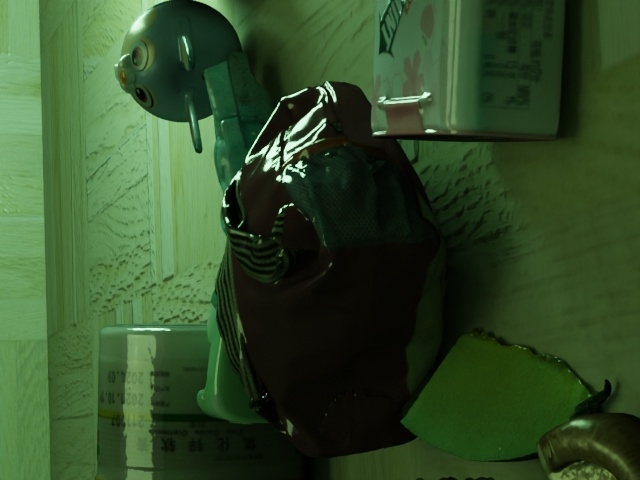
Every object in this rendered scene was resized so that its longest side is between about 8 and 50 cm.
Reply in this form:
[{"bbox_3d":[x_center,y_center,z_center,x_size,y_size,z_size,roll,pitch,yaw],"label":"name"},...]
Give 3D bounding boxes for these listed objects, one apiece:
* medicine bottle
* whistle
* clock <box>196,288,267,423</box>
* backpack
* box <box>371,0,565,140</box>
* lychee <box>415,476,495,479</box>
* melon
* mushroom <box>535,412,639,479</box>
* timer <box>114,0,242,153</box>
[{"bbox_3d":[-0.134,0.209,1.551,0.238,0.238,0.232,175,95,-69],"label":"medicine bottle"},{"bbox_3d":[-0.082,-0.107,1.629,0.186,0.093,0.274,74,-175,-58],"label":"whistle"},{"bbox_3d":[-0.044,0.086,1.436,0.066,0.159,0.211,-7,78,60],"label":"clock"},{"bbox_3d":[0.000,0.000,1.256,0.317,0.197,0.283,-109,21,-47],"label":"backpack"},{"bbox_3d":[0.119,-0.262,1.084,0.190,0.112,0.370,-167,80,-68],"label":"box"},{"bbox_3d":[0.106,0.292,0.957,0.274,0.255,0.255,-78,2,-57],"label":"lychee"},{"bbox_3d":[0.155,0.125,1.097,0.262,0.053,0.114,-8,64,65],"label":"melon"},{"bbox_3d":[0.214,0.186,0.877,0.210,0.072,0.094,-119,33,-45],"label":"mushroom"},{"bbox_3d":[-0.189,-0.210,1.733,0.255,0.175,0.175,-63,-14,-61],"label":"timer"}]
